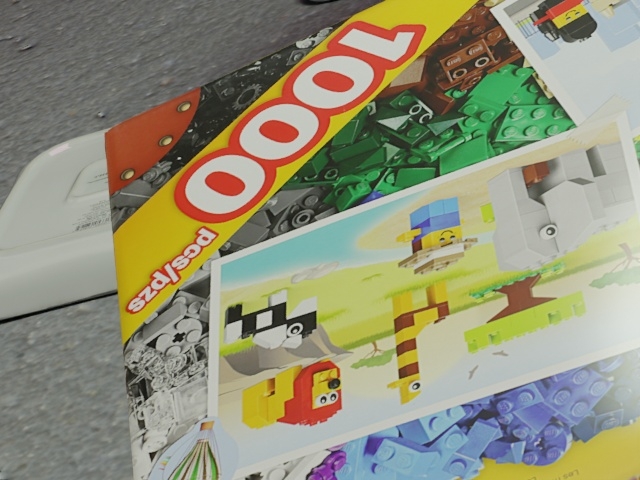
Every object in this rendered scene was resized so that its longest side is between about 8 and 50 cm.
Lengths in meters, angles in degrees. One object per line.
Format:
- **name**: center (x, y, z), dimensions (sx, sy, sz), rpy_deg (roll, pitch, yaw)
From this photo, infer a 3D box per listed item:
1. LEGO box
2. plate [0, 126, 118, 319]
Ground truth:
- **LEGO box**: center (0.172, 0.017, 0.865), dimensions (0.500, 0.193, 0.372), rpy_deg (-24, 38, 9)
- **plate**: center (-0.162, -0.038, 1.573), dimensions (0.277, 0.045, 0.278), rpy_deg (-13, 26, 15)
